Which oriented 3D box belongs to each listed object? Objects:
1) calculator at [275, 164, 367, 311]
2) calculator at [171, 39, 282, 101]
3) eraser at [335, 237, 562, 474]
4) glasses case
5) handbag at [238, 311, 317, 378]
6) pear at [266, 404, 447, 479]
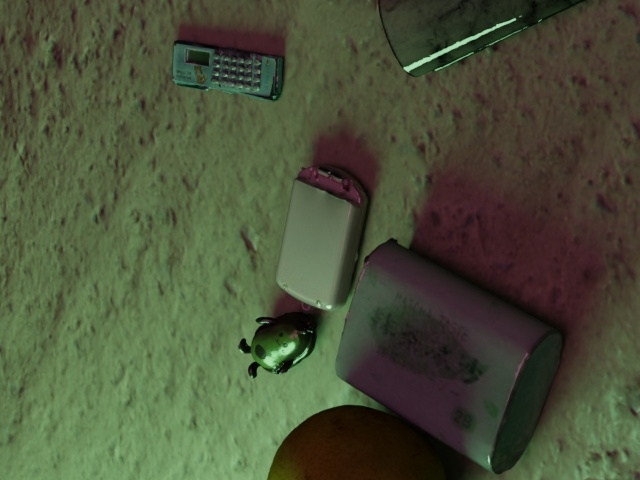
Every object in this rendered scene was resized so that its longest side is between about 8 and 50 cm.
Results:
[{"bbox_3d":[0.000,0.000,2.093,0.100,0.032,0.175,25,113,35],"label":"calculator"},{"bbox_3d":[-0.112,-0.200,2.166,0.172,0.018,0.057,14,104,39],"label":"calculator"},{"bbox_3d":[0.134,0.122,1.971,0.227,0.081,0.174,30,114,34],"label":"eraser"},{"bbox_3d":[0.191,-0.270,1.873,0.299,0.060,0.114,-22,86,40],"label":"glasses case"},{"bbox_3d":[-0.043,0.116,2.138,0.111,0.047,0.072,-31,78,41],"label":"handbag"},{"bbox_3d":[0.037,0.279,2.004,0.208,0.209,0.209,7,102,39],"label":"pear"}]
